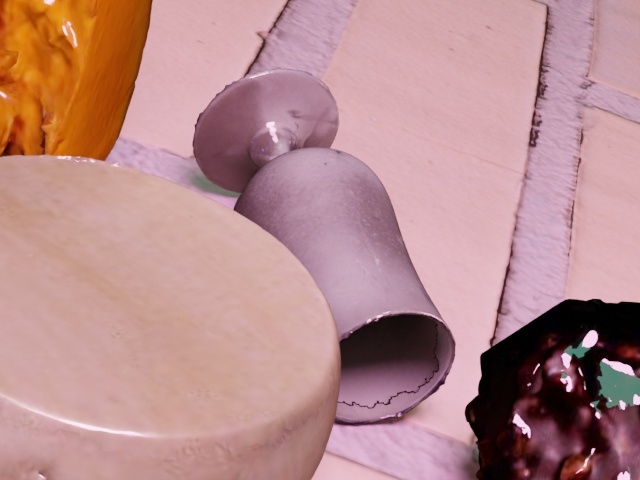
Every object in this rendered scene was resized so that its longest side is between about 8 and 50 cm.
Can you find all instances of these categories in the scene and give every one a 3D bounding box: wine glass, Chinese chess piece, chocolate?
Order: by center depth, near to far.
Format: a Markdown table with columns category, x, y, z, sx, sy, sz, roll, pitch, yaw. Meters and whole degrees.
| category | x | y | z | sx | sy | sz | roll | pitch | yaw |
| --- | --- | --- | --- | --- | --- | --- | --- | --- | --- |
| Chinese chess piece | -0.113 | 0.058 | 0.769 | 0.250 | 0.101 | 0.250 | 15 | 31 | -9 |
| chocolate | 0.141 | 0.132 | 0.794 | 0.156 | 0.156 | 0.133 | 20 | 48 | -1 |
| wine glass | 0.000 | 0.000 | 0.929 | 0.103 | 0.103 | 0.231 | 4 | 37 | -26 |

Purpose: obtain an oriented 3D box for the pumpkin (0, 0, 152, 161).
| category | x | y | z | sx | sy | sz | roll | pitch | yaw |
| --- | --- | --- | --- | --- | --- | --- | --- | --- | --- |
| pumpkin | -0.233 | -0.147 | 0.878 | 0.303 | 0.225 | 0.256 | 4 | 27 | -22 |
